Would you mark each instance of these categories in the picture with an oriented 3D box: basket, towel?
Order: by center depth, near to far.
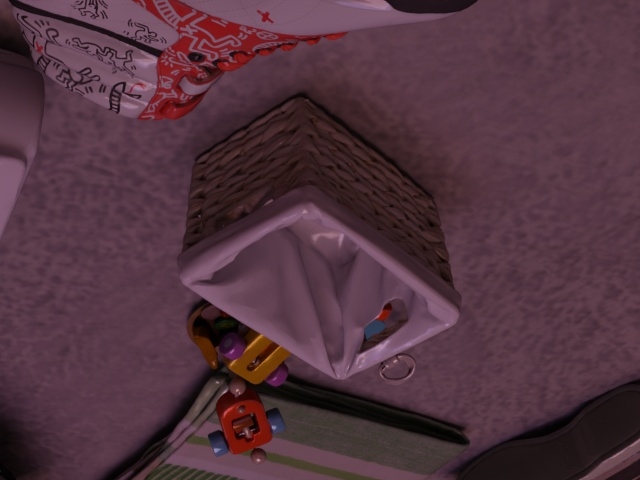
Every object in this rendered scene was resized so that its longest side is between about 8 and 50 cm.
[{"bbox_3d":[0.000,0.000,0.951,0.113,0.103,0.167,-29,135,28],"label":"basket"},{"bbox_3d":[-0.063,0.225,1.281,0.248,0.038,0.325,20,134,-29],"label":"towel"}]

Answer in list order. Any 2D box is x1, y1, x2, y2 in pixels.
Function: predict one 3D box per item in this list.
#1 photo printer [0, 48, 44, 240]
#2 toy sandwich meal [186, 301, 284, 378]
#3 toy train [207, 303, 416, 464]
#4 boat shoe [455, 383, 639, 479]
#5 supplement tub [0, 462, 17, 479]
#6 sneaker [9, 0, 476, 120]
[{"bbox_3d":[-0.346,-0.037,0.865,0.307,0.107,0.256,13,138,-21],"label":"photo printer"},{"bbox_3d":[-0.062,0.074,1.094,0.086,0.029,0.085,-3,141,-2],"label":"toy sandwich meal"},{"bbox_3d":[-0.018,0.092,1.076,0.166,0.046,0.125,-24,130,-5],"label":"toy train"},{"bbox_3d":[0.209,0.205,1.245,0.228,0.081,0.069,-32,130,26],"label":"boat shoe"},{"bbox_3d":[-0.357,0.215,1.095,0.207,0.207,0.338,-17,141,15],"label":"supplement tub"},{"bbox_3d":[-0.043,-0.128,0.768,0.270,0.090,0.145,10,144,9],"label":"sneaker"}]
